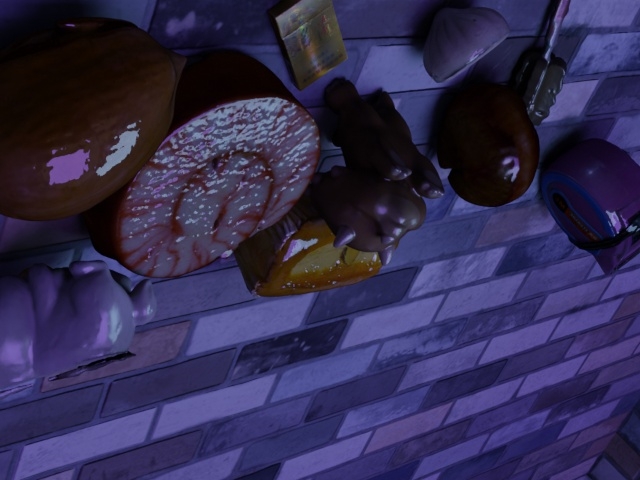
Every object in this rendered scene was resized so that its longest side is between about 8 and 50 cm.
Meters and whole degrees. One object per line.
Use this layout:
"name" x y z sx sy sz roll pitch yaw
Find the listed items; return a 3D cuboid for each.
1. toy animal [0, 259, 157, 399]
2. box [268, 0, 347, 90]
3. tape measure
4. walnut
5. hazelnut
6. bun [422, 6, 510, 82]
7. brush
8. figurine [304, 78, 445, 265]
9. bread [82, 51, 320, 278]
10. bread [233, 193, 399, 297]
"toy animal" -0.380 0.113 1.535 0.325 0.154 0.208 -12 170 -34
"box" -0.015 -0.276 1.633 0.089 0.022 0.156 -37 148 -12
"tape measure" 0.536 -0.074 2.317 0.149 0.231 0.245 -34 165 -14
"walnut" -0.271 -0.136 1.346 0.298 0.203 0.203 -29 146 -29
"hazelnut" 0.281 -0.158 1.977 0.178 0.178 0.204 -30 112 -21
"bun" 0.204 -0.303 1.790 0.138 0.094 0.138 -34 -176 3
"brush" 0.378 -0.320 1.998 0.084 0.071 0.301 -12 132 -36
"figurine" 0.062 -0.087 1.763 0.177 0.247 0.173 7 133 -51
"bread" -0.159 -0.096 1.597 0.328 0.114 0.295 -29 147 -20
"bread" 0.000 0.000 1.897 0.288 0.119 0.152 -6 137 -46
